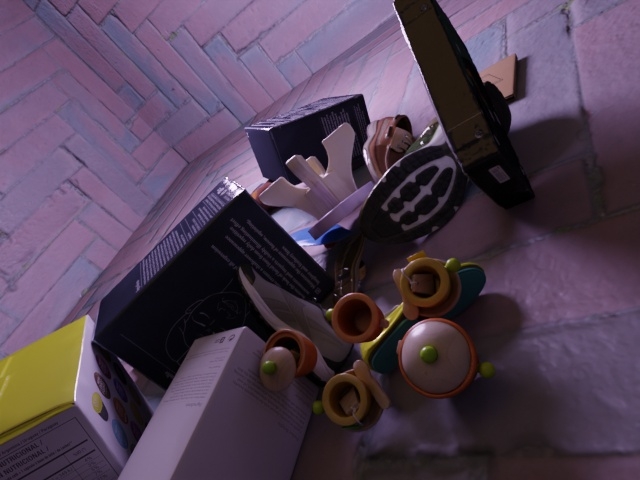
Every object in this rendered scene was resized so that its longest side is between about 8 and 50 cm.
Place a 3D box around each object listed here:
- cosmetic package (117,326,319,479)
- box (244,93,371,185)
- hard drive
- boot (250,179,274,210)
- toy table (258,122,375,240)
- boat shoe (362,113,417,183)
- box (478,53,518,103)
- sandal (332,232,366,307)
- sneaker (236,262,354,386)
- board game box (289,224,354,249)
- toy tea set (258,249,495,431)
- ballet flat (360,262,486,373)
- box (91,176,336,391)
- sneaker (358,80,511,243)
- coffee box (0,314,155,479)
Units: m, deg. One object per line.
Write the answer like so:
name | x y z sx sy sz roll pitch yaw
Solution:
cosmetic package | -0.161 0.337 0.684 0.155 0.197 0.366 -20 33 40
box | -0.037 -0.305 1.405 0.293 0.183 0.296 -24 21 -15
hard drive | 0.234 -0.232 0.761 0.064 0.236 0.339 -26 67 28
boot | -0.237 -0.082 1.553 0.281 0.096 0.264 -52 27 -16
toy table | 0.008 -0.114 1.016 0.252 0.161 0.274 -39 1 0
boat shoe | 0.180 -0.221 1.134 0.116 0.123 0.325 -23 37 24
box | 0.402 -0.367 1.146 0.164 0.021 0.201 -21 34 39
sandal | 0.066 0.069 0.943 0.072 0.049 0.180 -26 45 43
sneaker | -0.053 0.134 0.843 0.108 0.271 0.100 -40 -22 -19
board game box | 0.000 0.000 1.108 0.133 0.033 0.168 -15 17 -18
toy tea set | 0.057 0.149 0.634 0.335 0.124 0.200 -30 61 17
ballet flat | 0.149 0.109 0.724 0.231 0.077 0.077 -44 20 3
box | -0.222 0.114 0.998 0.395 0.293 0.212 -46 25 -6
sneaker | 0.220 -0.144 0.968 0.410 0.158 0.182 -45 11 -14
coffee box | -0.480 0.395 0.790 0.338 0.335 0.337 -28 22 -15
